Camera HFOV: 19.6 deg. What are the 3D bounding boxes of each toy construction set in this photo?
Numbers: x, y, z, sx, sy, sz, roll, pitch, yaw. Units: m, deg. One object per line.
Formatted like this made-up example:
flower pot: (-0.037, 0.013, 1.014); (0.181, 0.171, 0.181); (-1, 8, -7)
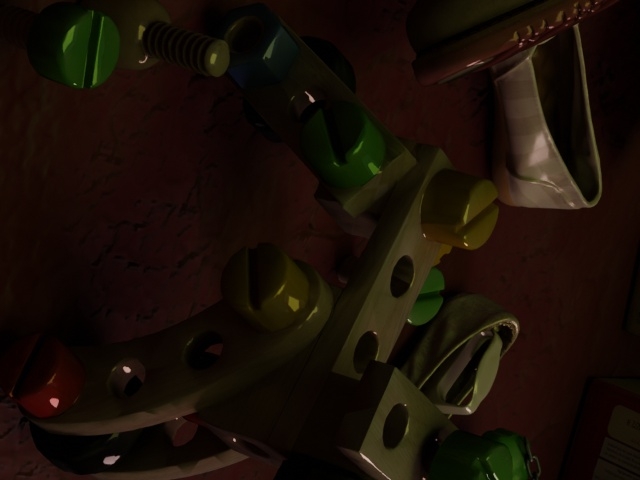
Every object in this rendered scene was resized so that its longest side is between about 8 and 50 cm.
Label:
toy construction set: (0.000, 0.000, 0.841); (0.257, 0.237, 0.309); (-40, 133, -31)

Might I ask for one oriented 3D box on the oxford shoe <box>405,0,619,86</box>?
oxford shoe: (0.159, -0.212, 0.990); (0.348, 0.123, 0.130); (-40, 98, -20)

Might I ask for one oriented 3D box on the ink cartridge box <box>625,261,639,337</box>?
ink cartridge box: (0.364, 0.044, 1.319); (0.235, 0.193, 0.088); (-8, 113, -48)

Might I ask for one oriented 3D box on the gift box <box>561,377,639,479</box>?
gift box: (0.331, 0.220, 1.316); (0.258, 0.255, 0.276); (7, 106, -48)

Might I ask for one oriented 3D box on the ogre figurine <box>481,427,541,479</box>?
ogre figurine: (0.069, 0.208, 1.138); (0.197, 0.097, 0.118); (-43, 119, -50)

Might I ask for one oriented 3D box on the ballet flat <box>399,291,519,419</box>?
ballet flat: (0.061, 0.102, 1.105); (0.168, 0.052, 0.057); (-56, 140, -14)

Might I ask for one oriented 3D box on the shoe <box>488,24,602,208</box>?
shoe: (0.130, -0.111, 1.083); (0.076, 0.058, 0.219); (-37, 132, -33)
